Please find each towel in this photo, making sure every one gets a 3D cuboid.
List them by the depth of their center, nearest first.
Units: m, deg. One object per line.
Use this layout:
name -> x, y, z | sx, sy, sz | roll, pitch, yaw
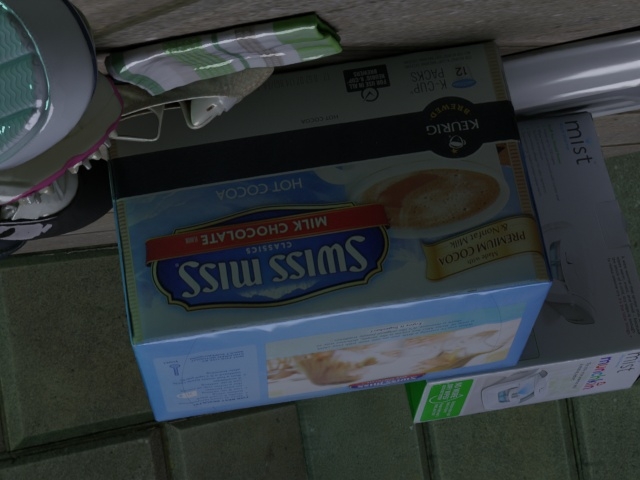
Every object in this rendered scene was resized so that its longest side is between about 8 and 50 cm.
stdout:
towel -> -0.066, -0.131, 1.140 | 0.152, 0.023, 0.113 | -9, 179, 11

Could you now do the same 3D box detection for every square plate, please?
square plate -> 0.262, -0.155, 1.599 | 0.347, 0.049, 0.344 | -9, 178, 27

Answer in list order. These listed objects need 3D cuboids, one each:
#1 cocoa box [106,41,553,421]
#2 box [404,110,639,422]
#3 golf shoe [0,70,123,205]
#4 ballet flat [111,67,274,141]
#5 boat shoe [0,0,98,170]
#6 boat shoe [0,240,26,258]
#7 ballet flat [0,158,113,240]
cocoa box -> 0.000, 0.000, 1.394 | 0.347, 0.228, 0.231 | -8, 158, -4
box -> 0.181, 0.023, 1.581 | 0.231, 0.262, 0.127 | -9, 156, -8
golf shoe -> -0.244, -0.068, 1.004 | 0.115, 0.140, 0.306 | -12, -163, 39
ballet flat -> -0.116, -0.105, 1.237 | 0.168, 0.052, 0.057 | -9, 178, -2
boat shoe -> -0.196, -0.093, 0.798 | 0.094, 0.109, 0.302 | -27, -160, -39
boat shoe -> -0.480, -0.008, 2.026 | 0.254, 0.095, 0.079 | 3, -177, -34
ballet flat -> -0.325, -0.046, 1.559 | 0.280, 0.095, 0.096 | -8, 166, -20
